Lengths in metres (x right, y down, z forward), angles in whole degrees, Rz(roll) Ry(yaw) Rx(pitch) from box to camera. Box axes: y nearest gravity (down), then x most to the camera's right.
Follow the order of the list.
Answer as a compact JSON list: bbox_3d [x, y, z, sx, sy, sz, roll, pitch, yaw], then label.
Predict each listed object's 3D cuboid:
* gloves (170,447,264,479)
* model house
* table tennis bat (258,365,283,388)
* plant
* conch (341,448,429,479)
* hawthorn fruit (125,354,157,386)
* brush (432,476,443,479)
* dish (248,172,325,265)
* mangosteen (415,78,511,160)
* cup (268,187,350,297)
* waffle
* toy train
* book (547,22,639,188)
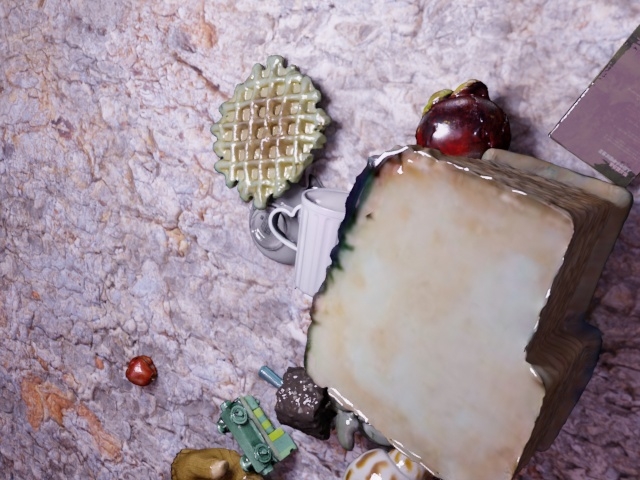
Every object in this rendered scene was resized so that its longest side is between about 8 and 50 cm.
[{"bbox_3d":[-0.258,0.623,1.485,0.356,0.155,0.203,-1,108,52],"label":"gloves"},{"bbox_3d":[0.260,0.082,0.948,0.395,0.400,0.446,27,114,37],"label":"model house"},{"bbox_3d":[-0.069,0.371,1.403,0.201,0.033,0.124,33,112,17],"label":"table tennis bat"},{"bbox_3d":[0.040,0.370,1.261,0.274,0.149,0.146,13,150,14],"label":"plant"},{"bbox_3d":[0.138,0.526,1.217,0.182,0.149,0.275,40,122,-9],"label":"conch"},{"bbox_3d":[-0.507,0.374,1.643,0.093,0.093,0.093,7,103,30],"label":"hawthorn fruit"},{"bbox_3d":[0.248,0.438,1.219,0.043,0.036,0.248,-5,97,25],"label":"brush"},{"bbox_3d":[-0.088,-0.044,1.305,0.246,0.078,0.224,-45,74,29],"label":"dish"},{"bbox_3d":[0.249,-0.200,1.032,0.166,0.166,0.180,-26,61,32],"label":"mangosteen"},{"bbox_3d":[0.013,-0.001,1.212,0.221,0.166,0.202,29,117,42],"label":"cup"},{"bbox_3d":[-0.119,-0.240,1.271,0.309,0.056,0.292,-50,60,22],"label":"waffle"},{"bbox_3d":[-0.163,0.471,1.422,0.083,0.132,0.200,-43,75,35],"label":"toy train"},{"bbox_3d":[0.510,-0.217,0.938,0.160,0.024,0.228,43,118,18],"label":"book"}]
